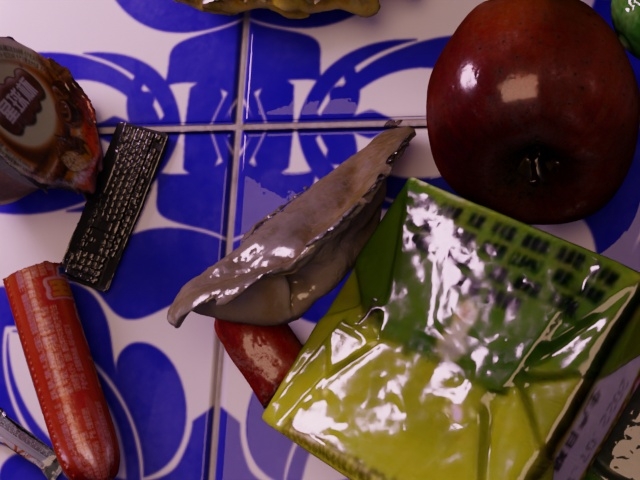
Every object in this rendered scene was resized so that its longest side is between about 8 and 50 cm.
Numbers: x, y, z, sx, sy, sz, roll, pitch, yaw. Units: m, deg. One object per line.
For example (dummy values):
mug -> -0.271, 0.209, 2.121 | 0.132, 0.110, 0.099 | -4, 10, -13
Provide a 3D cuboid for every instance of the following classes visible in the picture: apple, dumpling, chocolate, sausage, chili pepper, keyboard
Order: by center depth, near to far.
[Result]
chocolate -> 0.140, 0.125, 1.160 | 0.301, 0.137, 0.288 | 27, 83, 44
apple -> 0.208, -0.135, 1.209 | 0.234, 0.234, 0.234 | -3, 75, 13
dumpling -> 0.001, 0.002, 1.254 | 0.332, 0.166, 0.086 | -42, 115, -13
chili pepper -> -0.066, 0.110, 1.297 | 0.073, 0.070, 0.123 | -47, 69, 30
sausage -> -0.276, 0.157, 1.332 | 0.074, 0.074, 0.274 | -23, 72, 7
chocolate -> -0.359, -0.110, 1.390 | 0.147, 0.221, 0.221 | -37, 68, 33
keyboard -> -0.239, -0.042, 1.405 | 0.074, 0.015, 0.196 | 18, 81, 18

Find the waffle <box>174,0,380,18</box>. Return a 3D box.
waffle -> -0.032, -0.427, 1.414 | 0.382, 0.095, 0.379 | 9, 78, 19

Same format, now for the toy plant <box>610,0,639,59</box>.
toy plant -> 0.363, -0.290, 1.229 | 0.235, 0.175, 0.218 | -38, 42, 0

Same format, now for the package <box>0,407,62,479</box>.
package -> -0.328, 0.227, 1.358 | 0.110, 0.015, 0.037 | 29, 85, 20

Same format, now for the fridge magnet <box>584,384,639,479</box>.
fridge magnet -> 0.312, 0.183, 1.170 | 0.208, 0.088, 0.208 | -6, 69, 16
